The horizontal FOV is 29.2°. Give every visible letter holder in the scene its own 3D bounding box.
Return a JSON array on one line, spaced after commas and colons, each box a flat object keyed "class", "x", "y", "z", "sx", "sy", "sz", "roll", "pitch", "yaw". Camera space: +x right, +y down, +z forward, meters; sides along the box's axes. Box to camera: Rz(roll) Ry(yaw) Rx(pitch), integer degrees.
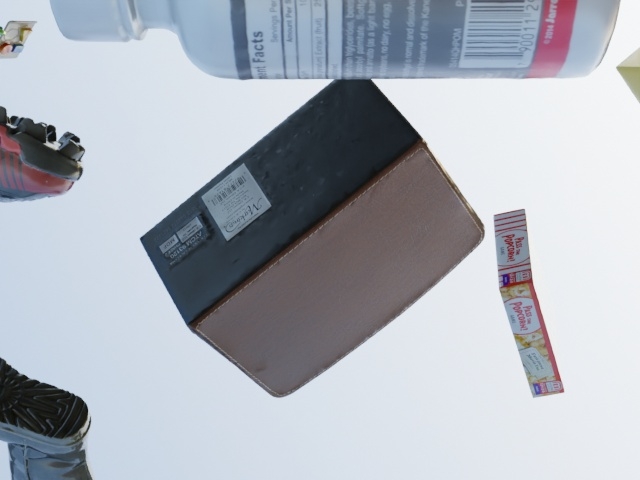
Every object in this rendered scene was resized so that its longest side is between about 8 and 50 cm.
[{"class": "letter holder", "x": 0.000, "y": 0.000, "z": 1.335, "sx": 0.214, "sy": 0.302, "sz": 0.152, "roll": 47, "pitch": -174, "yaw": -48}]

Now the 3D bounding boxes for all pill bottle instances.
[{"class": "pill bottle", "x": 0.006, "y": -0.183, "z": 0.723, "sx": 0.318, "sy": 0.176, "sz": 0.176, "roll": 0, "pitch": -123, "yaw": 0}]

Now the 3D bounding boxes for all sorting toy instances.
[{"class": "sorting toy", "x": -0.385, "y": -0.245, "z": 1.514, "sx": 0.012, "sy": 0.062, "sz": 0.083, "roll": 42, "pitch": -160, "yaw": 10}]

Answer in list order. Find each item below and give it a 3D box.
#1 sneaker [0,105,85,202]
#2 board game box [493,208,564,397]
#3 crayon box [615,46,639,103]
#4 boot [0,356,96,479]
[{"class": "sneaker", "x": -0.309, "y": -0.048, "z": 0.952, "sx": 0.097, "sy": 0.276, "sz": 0.135, "roll": 26, "pitch": -107, "yaw": -70}, {"class": "board game box", "x": 0.264, "y": 0.080, "z": 1.560, "sx": 0.147, "sy": 0.045, "sz": 0.193, "roll": -84, "pitch": -23, "yaw": -50}, {"class": "crayon box", "x": 0.513, "y": -0.067, "z": 1.292, "sx": 0.106, "sy": 0.313, "sz": 0.363, "roll": -39, "pitch": -74, "yaw": -6}, {"class": "boot", "x": -0.285, "y": 0.204, "z": 1.167, "sx": 0.189, "sy": 0.208, "sz": 0.076, "roll": 25, "pitch": -126, "yaw": 16}]
